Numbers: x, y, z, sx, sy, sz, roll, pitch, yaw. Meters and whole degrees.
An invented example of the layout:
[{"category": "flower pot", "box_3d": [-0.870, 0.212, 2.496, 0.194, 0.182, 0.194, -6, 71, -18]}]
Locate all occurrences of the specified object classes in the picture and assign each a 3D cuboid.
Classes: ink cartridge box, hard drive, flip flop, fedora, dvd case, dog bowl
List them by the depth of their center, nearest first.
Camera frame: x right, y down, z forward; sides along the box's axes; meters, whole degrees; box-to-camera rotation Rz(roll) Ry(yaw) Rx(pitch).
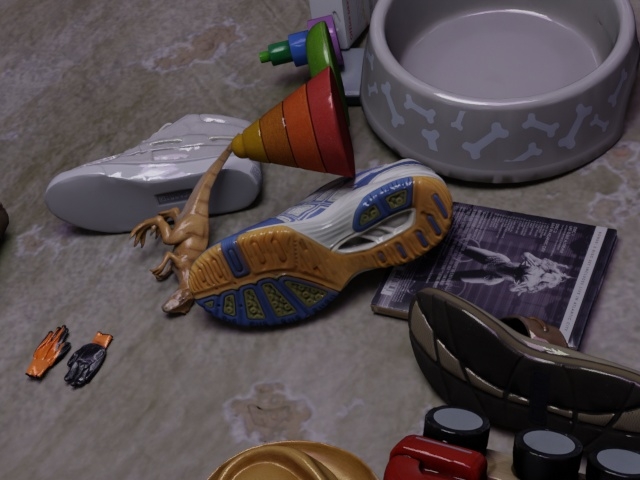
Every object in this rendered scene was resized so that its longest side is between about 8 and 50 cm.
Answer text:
[{"category": "fedora", "box_3d": [-0.034, 0.242, 0.979, 0.194, 0.079, 0.194, -7, 48, 8]}, {"category": "flip flop", "box_3d": [0.204, 0.118, 1.021, 0.277, 0.112, 0.080, 18, 30, 31]}, {"category": "dvd case", "box_3d": [0.184, 0.032, 1.152, 0.221, 0.018, 0.164, 11, 51, 24]}, {"category": "dog bowl", "box_3d": [0.214, -0.229, 1.304, 0.349, 0.102, 0.349, -4, 50, 4]}, {"category": "hard drive", "box_3d": [0.060, -0.212, 1.402, 0.135, 0.022, 0.094, 2, 49, 16]}, {"category": "ink cartridge box", "box_3d": [0.033, -0.321, 1.448, 0.052, 0.088, 0.122, 9, 40, 23]}]

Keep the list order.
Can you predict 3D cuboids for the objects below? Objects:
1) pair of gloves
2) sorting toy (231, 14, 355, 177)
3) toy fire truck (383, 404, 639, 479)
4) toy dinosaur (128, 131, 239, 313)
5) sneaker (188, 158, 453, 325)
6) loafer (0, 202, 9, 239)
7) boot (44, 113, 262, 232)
[{"category": "pair of gloves", "box_3d": [-0.276, 0.126, 1.196, 0.083, 0.010, 0.074, 10, 51, 19]}, {"category": "sorting toy", "box_3d": [-0.036, -0.171, 1.263, 0.126, 0.127, 0.365, -13, 28, 6]}, {"category": "toy fire truck", "box_3d": [0.133, 0.258, 0.835, 0.217, 0.158, 0.246, 12, 17, 23]}, {"category": "toy dinosaur", "box_3d": [-0.150, -0.018, 1.246, 0.112, 0.064, 0.211, 7, 80, 26]}, {"category": "sneaker", "box_3d": [0.000, 0.000, 1.191, 0.296, 0.112, 0.131, -19, 21, 4]}, {"category": "loafer", "box_3d": [-0.540, -0.042, 1.358, 0.366, 0.134, 0.130, 23, 34, 19]}, {"category": "boot", "box_3d": [-0.198, -0.087, 1.325, 0.258, 0.095, 0.123, -4, 41, 0]}]
